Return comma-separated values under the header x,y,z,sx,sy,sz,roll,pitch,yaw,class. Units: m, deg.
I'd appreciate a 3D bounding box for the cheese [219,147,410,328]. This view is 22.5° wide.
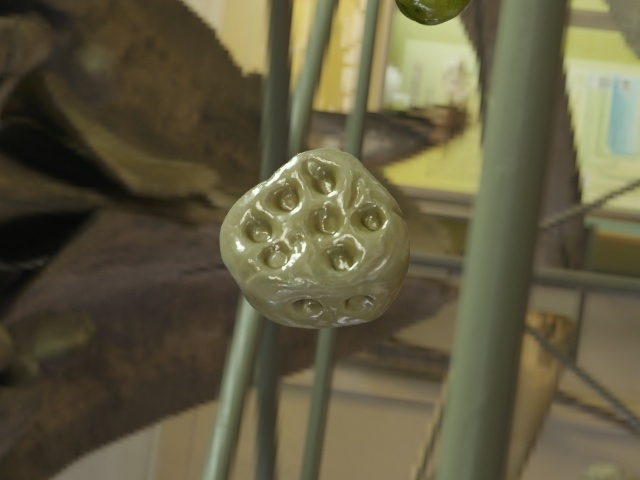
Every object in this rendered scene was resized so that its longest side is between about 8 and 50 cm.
x,y,z,sx,sy,sz,roll,pitch,yaw,class
0.000,0.000,1.907,0.117,0.235,0.218,67,-139,-60,cheese

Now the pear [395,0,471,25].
x,y,z,sx,sy,sz,roll,pitch,yaw,class
0.112,-0.253,1.573,0.092,0.097,0.092,172,90,-67,pear
